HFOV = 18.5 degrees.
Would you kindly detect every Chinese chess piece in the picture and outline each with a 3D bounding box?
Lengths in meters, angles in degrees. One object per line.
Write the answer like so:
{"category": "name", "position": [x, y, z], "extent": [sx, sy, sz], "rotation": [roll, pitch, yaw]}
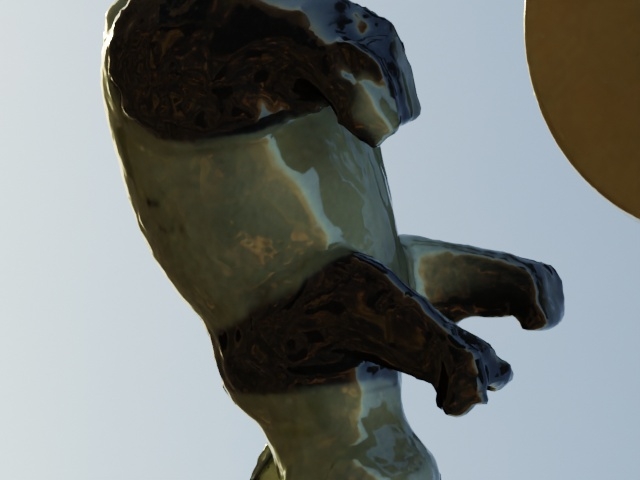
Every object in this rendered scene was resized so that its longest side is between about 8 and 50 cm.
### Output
{"category": "Chinese chess piece", "position": [0.242, -0.128, 1.123], "extent": [0.273, 0.102, 0.273], "rotation": [4, -85, 40]}

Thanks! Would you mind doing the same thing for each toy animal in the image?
{"category": "toy animal", "position": [0.000, 0.000, 0.644], "extent": [0.121, 0.094, 0.225], "rotation": [-19, -84, 26]}

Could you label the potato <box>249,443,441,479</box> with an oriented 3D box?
{"category": "potato", "position": [-0.006, 0.126, 0.707], "extent": [0.061, 0.122, 0.086], "rotation": [30, -9, 27]}
